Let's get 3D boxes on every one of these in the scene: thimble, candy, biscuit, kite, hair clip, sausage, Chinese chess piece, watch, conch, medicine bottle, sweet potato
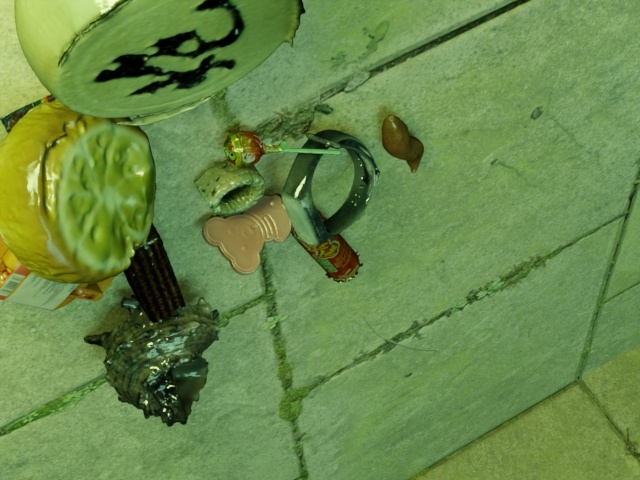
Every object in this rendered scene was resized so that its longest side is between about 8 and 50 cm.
[{"bbox_3d":[-0.149,-0.089,1.835,0.110,0.062,0.084,-16,142,-30],"label":"thimble"},{"bbox_3d":[-0.330,-0.065,1.517,0.118,0.259,0.260,0,168,33],"label":"candy"},{"bbox_3d":[-0.291,0.035,1.827,0.070,0.106,0.252,-27,149,-12],"label":"biscuit"},{"bbox_3d":[-0.401,-0.163,1.532,0.090,0.004,0.122,9,129,-50],"label":"kite"},{"bbox_3d":[-0.119,-0.018,1.928,0.138,0.123,0.102,-37,179,14],"label":"hair clip"},{"bbox_3d":[0.000,0.000,2.105,0.083,0.083,0.264,-37,149,3],"label":"sausage"},{"bbox_3d":[-0.192,-0.281,1.351,0.349,0.146,0.349,-22,164,-7],"label":"Chinese chess piece"},{"bbox_3d":[0.017,-0.101,1.926,0.193,0.068,0.206,-51,144,-20],"label":"watch"},{"bbox_3d":[-0.284,0.205,2.040,0.241,0.186,0.313,-29,131,-23],"label":"conch"},{"bbox_3d":[-0.412,0.018,1.637,0.112,0.149,0.222,-45,149,16],"label":"medicine bottle"},{"bbox_3d":[0.145,-0.179,2.014,0.202,0.058,0.055,39,61,-63],"label":"sweet potato"},{"bbox_3d":[-0.060,-0.146,1.805,0.201,0.060,0.060,-1,138,-22],"label":"candy"}]
